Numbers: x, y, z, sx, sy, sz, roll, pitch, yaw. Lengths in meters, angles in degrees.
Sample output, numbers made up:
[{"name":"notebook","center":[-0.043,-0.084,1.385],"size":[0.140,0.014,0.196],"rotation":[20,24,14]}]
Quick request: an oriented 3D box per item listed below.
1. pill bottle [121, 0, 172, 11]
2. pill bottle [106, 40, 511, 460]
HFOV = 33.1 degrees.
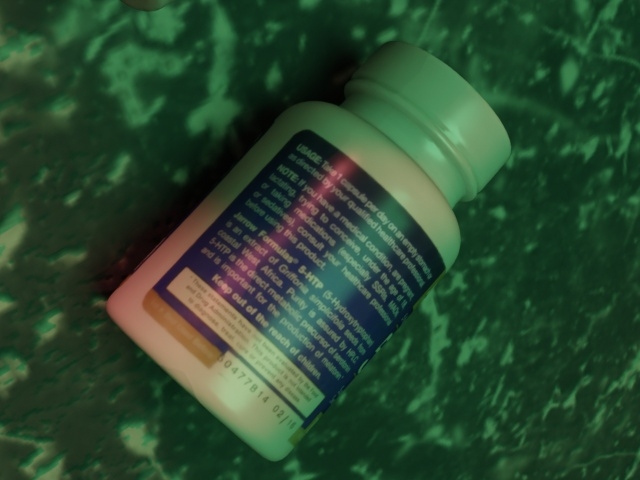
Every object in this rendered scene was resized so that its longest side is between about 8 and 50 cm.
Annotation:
[{"name":"pill bottle","center":[0.007,-0.221,0.391],"size":[0.283,0.161,0.161],"rotation":[-40,127,-14]},{"name":"pill bottle","center":[0.000,0.000,0.511],"size":[0.187,0.112,0.112],"rotation":[-48,128,-8]}]
